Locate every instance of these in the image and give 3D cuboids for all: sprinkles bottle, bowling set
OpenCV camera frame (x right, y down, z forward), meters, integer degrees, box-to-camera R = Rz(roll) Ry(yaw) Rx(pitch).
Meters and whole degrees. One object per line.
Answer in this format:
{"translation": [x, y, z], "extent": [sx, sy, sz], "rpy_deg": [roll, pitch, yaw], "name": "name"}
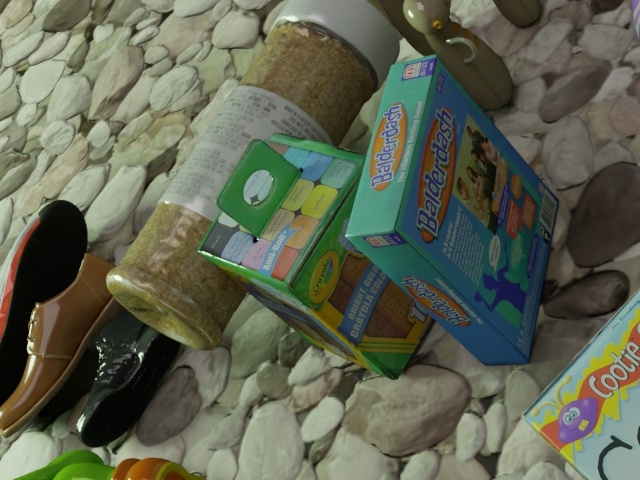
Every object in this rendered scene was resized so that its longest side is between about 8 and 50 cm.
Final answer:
{"translation": [-0.059, -0.074, 1.204], "extent": [0.121, 0.121, 0.355], "rpy_deg": [12, 64, 45], "name": "sprinkles bottle"}
{"translation": [0.129, -0.278, 1.244], "extent": [0.200, 0.154, 0.287], "rpy_deg": [-47, 41, 1], "name": "bowling set"}

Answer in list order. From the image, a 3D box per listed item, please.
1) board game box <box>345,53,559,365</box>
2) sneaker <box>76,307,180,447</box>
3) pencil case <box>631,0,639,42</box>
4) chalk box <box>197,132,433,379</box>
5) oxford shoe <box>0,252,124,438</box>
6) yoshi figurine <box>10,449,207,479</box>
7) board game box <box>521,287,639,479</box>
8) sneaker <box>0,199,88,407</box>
{"translation": [0.111, -0.019, 1.013], "extent": [0.047, 0.210, 0.160], "rpy_deg": [-7, 54, 37], "name": "board game box"}
{"translation": [-0.201, 0.125, 1.296], "extent": [0.089, 0.051, 0.170], "rpy_deg": [22, 70, 48], "name": "sneaker"}
{"translation": [0.304, -0.161, 1.052], "extent": [0.086, 0.088, 0.206], "rpy_deg": [-25, 45, 21], "name": "pencil case"}
{"translation": [0.000, 0.000, 1.091], "extent": [0.132, 0.213, 0.132], "rpy_deg": [20, 73, 47], "name": "chalk box"}
{"translation": [-0.281, 0.107, 1.342], "extent": [0.212, 0.076, 0.076], "rpy_deg": [-57, 15, -13], "name": "oxford shoe"}
{"translation": [-0.273, 0.295, 1.171], "extent": [0.362, 0.203, 0.203], "rpy_deg": [-5, 96, 22], "name": "yoshi figurine"}
{"translation": [0.279, 0.161, 0.778], "extent": [0.142, 0.144, 0.275], "rpy_deg": [-47, 40, 2], "name": "board game box"}
{"translation": [-0.366, 0.076, 1.443], "extent": [0.145, 0.090, 0.270], "rpy_deg": [-5, 59, 36], "name": "sneaker"}
